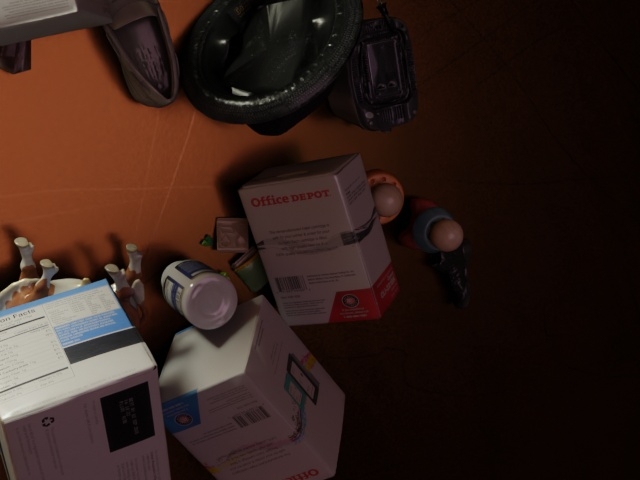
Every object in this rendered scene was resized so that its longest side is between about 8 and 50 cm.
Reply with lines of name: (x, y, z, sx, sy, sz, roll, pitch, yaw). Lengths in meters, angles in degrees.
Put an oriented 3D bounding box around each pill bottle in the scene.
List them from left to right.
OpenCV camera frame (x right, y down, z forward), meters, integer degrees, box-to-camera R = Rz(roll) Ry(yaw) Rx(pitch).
pill bottle: (-0.211, 0.084, 1.666, 0.094, 0.169, 0.094, -6, 103, -25)

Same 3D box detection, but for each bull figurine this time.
bull figurine: (-0.423, 0.098, 1.592, 0.310, 0.101, 0.188, 0, 126, -32)

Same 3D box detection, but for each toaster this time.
toaster: (0.080, -0.304, 1.743, 0.129, 0.146, 0.226, -18, 108, -23)

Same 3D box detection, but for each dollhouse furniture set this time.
dollhouse furniture set: (-0.141, 0.083, 1.762, 0.152, 0.058, 0.076, -43, 116, -12)

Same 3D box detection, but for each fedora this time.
fedora: (-0.064, -0.293, 1.638, 0.334, 0.334, 0.152, -45, 146, -11)

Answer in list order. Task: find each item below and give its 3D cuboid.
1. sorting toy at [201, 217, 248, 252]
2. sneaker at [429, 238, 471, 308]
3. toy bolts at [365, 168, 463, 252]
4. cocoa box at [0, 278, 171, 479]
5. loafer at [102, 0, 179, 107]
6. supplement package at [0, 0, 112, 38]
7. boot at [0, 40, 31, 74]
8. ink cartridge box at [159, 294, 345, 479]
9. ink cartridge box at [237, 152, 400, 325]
sorting toy: (-0.169, -0.009, 1.752, 0.083, 0.012, 0.062, 0, 87, -17)
sneaker: (0.250, 0.052, 1.954, 0.089, 0.051, 0.170, 0, 95, -26)
toy bolts: (0.144, -0.010, 1.814, 0.229, 0.158, 0.218, 12, 96, -21)
cocoa box: (-0.380, 0.278, 1.528, 0.232, 0.228, 0.347, -18, 132, -22)
loafer: (-0.298, -0.364, 1.566, 0.112, 0.111, 0.319, -29, 111, -18)
supplement package: (-0.425, -0.361, 1.383, 0.204, 0.262, 0.145, -12, 100, 0)
boot: (-0.448, -0.312, 1.545, 0.107, 0.037, 0.114, 7, 94, -14)
ink cartridge box: (-0.115, 0.277, 1.691, 0.198, 0.197, 0.270, -24, 119, 23)
ink cartridge box: (0.000, 0.000, 1.726, 0.114, 0.197, 0.272, -47, 125, -55)
